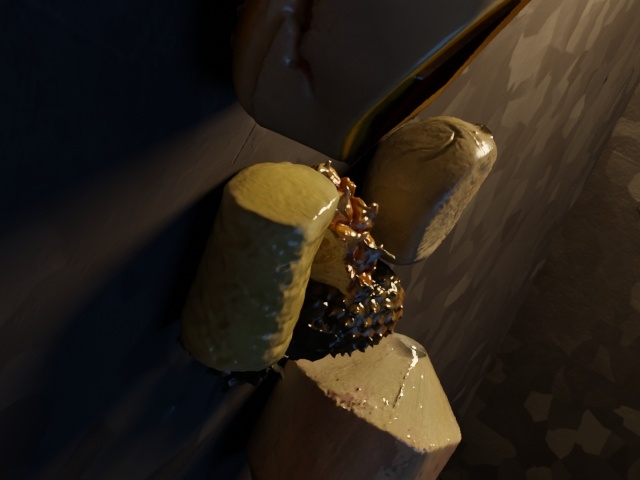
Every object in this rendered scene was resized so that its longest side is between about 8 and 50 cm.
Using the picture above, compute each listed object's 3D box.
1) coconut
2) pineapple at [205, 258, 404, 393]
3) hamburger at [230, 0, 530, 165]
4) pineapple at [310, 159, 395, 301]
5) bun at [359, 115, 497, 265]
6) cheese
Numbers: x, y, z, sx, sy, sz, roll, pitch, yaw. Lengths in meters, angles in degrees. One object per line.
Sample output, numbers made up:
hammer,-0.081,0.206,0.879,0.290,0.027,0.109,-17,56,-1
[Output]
coconut,0.047,0.221,1.346,0.244,0.239,0.239,-62,162,10
pineapple,-0.018,0.091,1.165,0.251,0.125,0.125,-26,144,-50
hamburger,0.053,-0.179,0.827,0.227,0.151,0.295,-50,176,37
pineapple,0.000,0.000,1.078,0.116,0.137,0.069,-22,-178,36
bun,0.104,-0.064,1.206,0.173,0.113,0.166,-42,163,-44
cheese,-0.052,0.024,0.966,0.123,0.094,0.167,-28,146,-54
